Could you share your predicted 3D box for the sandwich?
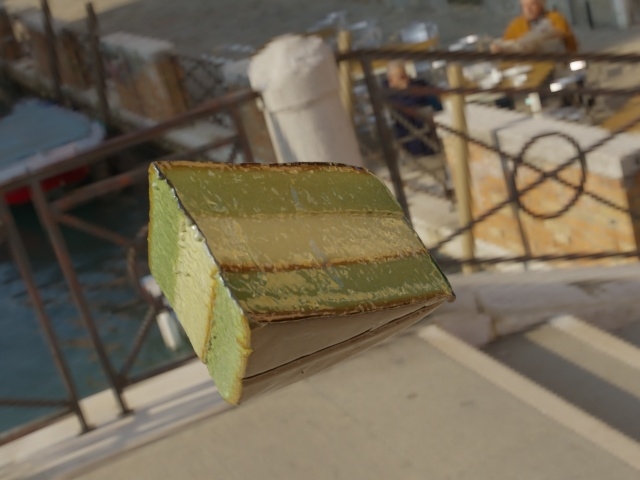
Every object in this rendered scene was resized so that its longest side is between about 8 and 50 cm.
[{"bbox_3d":[0.000,0.000,0.767,0.187,0.117,0.144,-24,-18,-24],"label":"sandwich"}]
